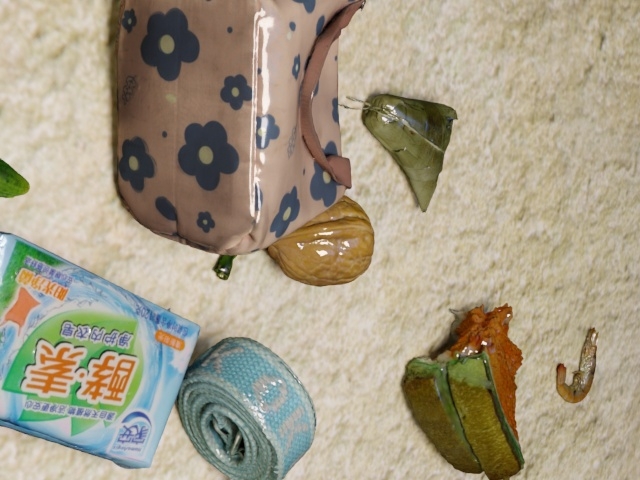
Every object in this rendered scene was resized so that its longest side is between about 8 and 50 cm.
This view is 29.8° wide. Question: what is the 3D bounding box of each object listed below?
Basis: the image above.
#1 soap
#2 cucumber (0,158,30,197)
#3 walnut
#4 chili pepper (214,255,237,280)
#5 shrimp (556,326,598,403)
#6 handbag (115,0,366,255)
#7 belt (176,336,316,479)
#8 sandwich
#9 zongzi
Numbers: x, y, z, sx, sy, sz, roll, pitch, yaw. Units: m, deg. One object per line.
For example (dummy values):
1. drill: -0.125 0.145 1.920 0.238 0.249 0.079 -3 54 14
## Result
1. soap: -0.229 0.098 1.050 0.293 0.077 0.156 29 74 -43
2. cucumber: -0.301 -0.074 0.984 0.168 0.039 0.039 38 69 -44
3. walnut: 0.000 0.000 1.260 0.125 0.105 0.105 2 94 -31
4. chili pepper: -0.081 0.005 1.233 0.027 0.022 0.083 43 61 -3
5. shrimp: 0.365 0.174 1.706 0.083 0.023 0.114 20 84 -42
6. handbag: -0.069 -0.130 1.116 0.193 0.190 0.251 -16 114 -50
7. belt: -0.071 0.168 1.172 0.082 0.163 0.147 -41 95 -33
8. sandwich: 0.191 0.185 1.483 0.184 0.109 0.160 67 32 -25
9. zongzi: 0.081 -0.099 1.365 0.154 0.062 0.130 4 104 -40
